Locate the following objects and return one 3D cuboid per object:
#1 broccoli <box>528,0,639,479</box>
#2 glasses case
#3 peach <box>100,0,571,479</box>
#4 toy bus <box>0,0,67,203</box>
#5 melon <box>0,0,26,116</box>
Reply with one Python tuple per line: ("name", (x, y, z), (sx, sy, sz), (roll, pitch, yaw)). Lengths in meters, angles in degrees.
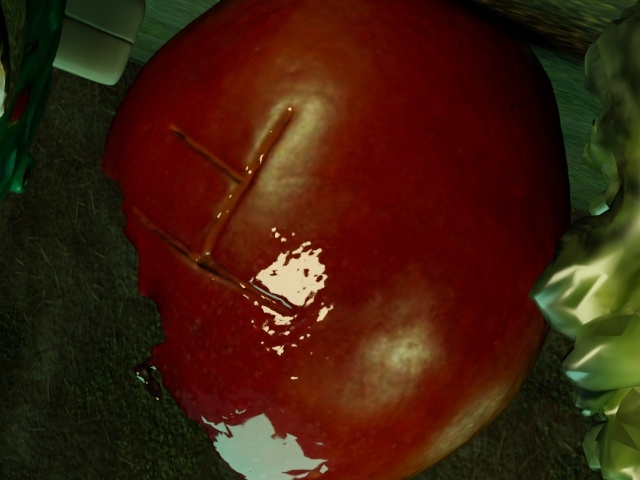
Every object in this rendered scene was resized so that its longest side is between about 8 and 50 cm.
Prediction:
("broccoli", (0.202, 0.042, 0.429), (0.288, 0.248, 0.245), (30, 140, -30))
("glasses case", (-0.284, -0.199, 1.312), (0.144, 0.076, 0.336), (21, -178, 39))
("peach", (0.000, 0.000, 0.772), (0.196, 0.226, 0.190), (20, 178, -12))
("toy bus", (-0.292, -0.113, 0.896), (0.343, 0.184, 0.199), (21, 159, 9))
("melon", (-0.134, -0.102, 0.442), (0.160, 0.079, 0.128), (19, -158, -3))
